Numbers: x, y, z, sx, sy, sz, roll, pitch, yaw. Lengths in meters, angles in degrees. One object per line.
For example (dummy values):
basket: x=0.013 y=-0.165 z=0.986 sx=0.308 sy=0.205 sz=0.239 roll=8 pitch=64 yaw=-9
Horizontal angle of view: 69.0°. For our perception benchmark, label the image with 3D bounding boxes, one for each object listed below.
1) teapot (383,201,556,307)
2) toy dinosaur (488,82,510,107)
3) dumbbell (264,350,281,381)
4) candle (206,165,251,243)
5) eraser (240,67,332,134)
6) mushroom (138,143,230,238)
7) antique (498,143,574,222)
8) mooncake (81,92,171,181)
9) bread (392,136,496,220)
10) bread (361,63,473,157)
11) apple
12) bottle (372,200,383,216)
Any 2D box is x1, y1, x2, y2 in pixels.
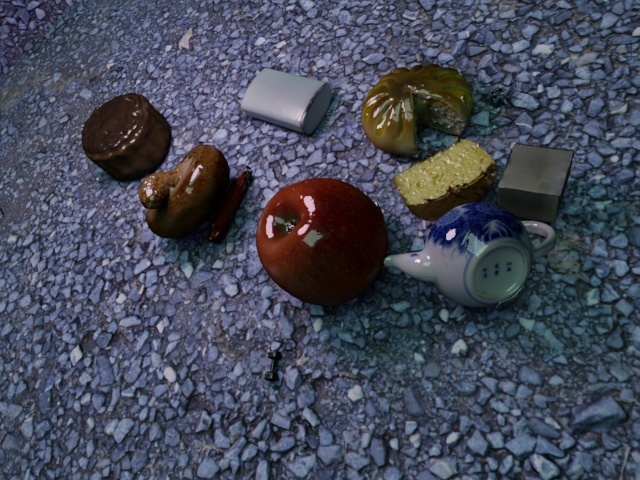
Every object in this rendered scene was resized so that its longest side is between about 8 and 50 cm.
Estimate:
teapot: x=0.369 y=0.023 z=1.143 sx=0.424 sy=0.252 sz=0.280 roll=-14 pitch=23 yaw=-6
toy dinosaur: x=0.532 y=-0.428 z=1.386 sx=0.047 sy=0.030 sz=0.083 roll=-25 pitch=61 yaw=12
dumbbell: x=-0.132 y=0.347 z=1.291 sx=0.036 sy=0.040 sz=0.083 roll=11 pitch=67 yaw=-9
candle: x=-0.301 y=-0.125 z=1.561 sx=0.059 sy=0.084 sz=0.301 roll=25 pitch=68 yaw=-4
eraser: x=-0.120 y=-0.491 z=1.630 sx=0.290 sy=0.104 sz=0.189 roll=25 pitch=82 yaw=29
mushroom: x=-0.435 y=-0.156 z=1.521 sx=0.345 sy=0.239 sz=0.345 roll=-18 pitch=28 yaw=10
antique: x=0.542 y=-0.143 z=1.181 sx=0.147 sy=0.148 sz=0.152 roll=15 pitch=64 yaw=30
mooncake: x=-0.749 y=-0.401 z=1.789 sx=0.324 sy=0.187 sz=0.324 roll=-9 pitch=61 yaw=18
bread: x=0.341 y=-0.148 z=1.274 sx=0.260 sy=0.147 sz=0.160 roll=-32 pitch=50 yaw=1
bread: x=0.279 y=-0.412 z=1.404 sx=0.333 sy=0.160 sz=0.333 roll=-9 pitch=62 yaw=17
apple: x=0.000 y=0.000 z=1.237 sx=0.348 sy=0.277 sz=0.348 roll=-24 pitch=50 yaw=33
bottle: x=0.161 y=-0.084 z=1.344 sx=0.030 sy=0.083 sz=0.030 roll=-8 pitch=64 yaw=17
